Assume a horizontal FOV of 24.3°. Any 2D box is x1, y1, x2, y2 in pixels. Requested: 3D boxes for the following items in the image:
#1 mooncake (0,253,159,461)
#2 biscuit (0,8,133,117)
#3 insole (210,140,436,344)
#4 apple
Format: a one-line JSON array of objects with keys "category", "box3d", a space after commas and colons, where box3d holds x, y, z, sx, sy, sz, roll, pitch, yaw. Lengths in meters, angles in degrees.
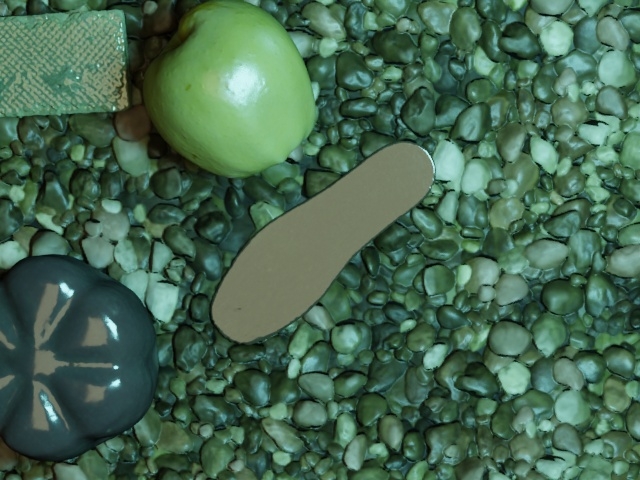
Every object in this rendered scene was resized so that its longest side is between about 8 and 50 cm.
[{"category": "mooncake", "box3d": [-0.309, 0.137, 1.718, 0.244, 0.133, 0.245, 0, 91, 7]}, {"category": "biscuit", "box3d": [-0.320, -0.204, 1.717, 0.199, 0.040, 0.121, -3, 98, 4]}, {"category": "insole", "box3d": [0.000, 0.000, 1.743, 0.328, 0.007, 0.111, -40, 95, 7]}, {"category": "apple", "box3d": [-0.102, -0.168, 1.642, 0.200, 0.200, 0.200, 0, 97, 3]}]
